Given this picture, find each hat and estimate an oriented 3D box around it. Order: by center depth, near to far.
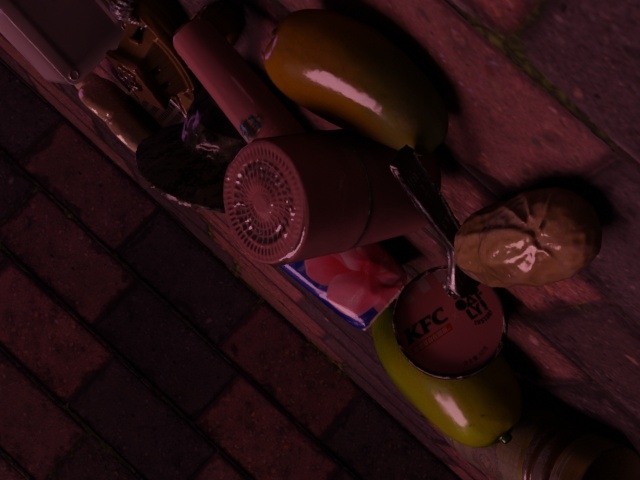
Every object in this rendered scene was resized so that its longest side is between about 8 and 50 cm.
[{"bbox_3d":[-0.114,-0.151,1.166,0.265,0.265,0.128,37,128,26],"label":"hat"}]

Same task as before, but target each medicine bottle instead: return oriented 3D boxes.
[{"bbox_3d":[0.346,0.339,1.381,0.151,0.151,0.322,49,167,-29],"label":"medicine bottle"}]

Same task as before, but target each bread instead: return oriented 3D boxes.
[{"bbox_3d":[-0.392,-0.247,1.796,0.316,0.054,0.316,45,-173,-7],"label":"bread"}]

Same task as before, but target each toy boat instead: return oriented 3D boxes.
[{"bbox_3d":[-0.151,-0.255,1.095,0.064,0.072,0.206,47,167,-13],"label":"toy boat"},{"bbox_3d":[-0.231,-0.258,1.236,0.089,0.121,0.321,30,163,28],"label":"toy boat"}]

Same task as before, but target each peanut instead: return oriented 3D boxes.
[{"bbox_3d":[0.192,0.003,0.826,0.090,0.098,0.214,45,170,-2],"label":"peanut"}]

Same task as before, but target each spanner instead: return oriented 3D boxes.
[{"bbox_3d":[0.129,-0.016,0.897,0.026,0.093,0.325,27,172,31],"label":"spanner"}]

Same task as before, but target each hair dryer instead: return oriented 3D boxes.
[{"bbox_3d":[-0.043,-0.134,0.927,0.352,0.210,0.125,53,133,25],"label":"hair dryer"}]

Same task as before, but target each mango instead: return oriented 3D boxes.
[{"bbox_3d":[0.036,-0.149,0.811,0.194,0.092,0.130,37,166,1],"label":"mango"},{"bbox_3d":[0.188,0.196,1.383,0.343,0.156,0.192,38,154,48],"label":"mango"}]

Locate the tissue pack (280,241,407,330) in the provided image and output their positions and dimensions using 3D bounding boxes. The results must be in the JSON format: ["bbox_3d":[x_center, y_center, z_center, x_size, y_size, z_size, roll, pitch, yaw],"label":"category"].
[{"bbox_3d":[0.000,0.000,1.333,0.269,0.137,0.209,40,-179,-2],"label":"tissue pack"}]

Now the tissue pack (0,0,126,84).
[{"bbox_3d":[-0.449,-0.391,1.381,0.136,0.159,0.246,23,157,54],"label":"tissue pack"}]

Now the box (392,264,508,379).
[{"bbox_3d":[0.183,0.123,1.176,0.151,0.151,0.135,38,175,21],"label":"box"}]

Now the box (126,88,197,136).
[{"bbox_3d":[-0.281,-0.244,1.622,0.180,0.047,0.325,45,169,-12],"label":"box"}]
